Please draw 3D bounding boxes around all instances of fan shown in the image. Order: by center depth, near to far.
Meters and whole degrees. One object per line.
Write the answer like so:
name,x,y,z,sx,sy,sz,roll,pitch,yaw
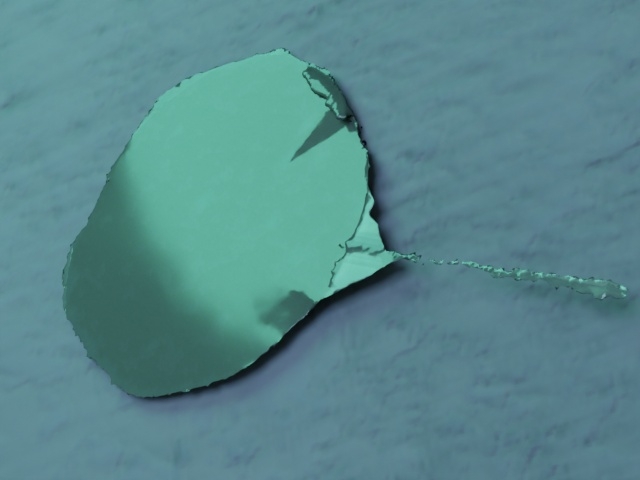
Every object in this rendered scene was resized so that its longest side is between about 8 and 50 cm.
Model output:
fan,0.001,0.000,0.649,0.310,0.010,0.182,12,73,42
